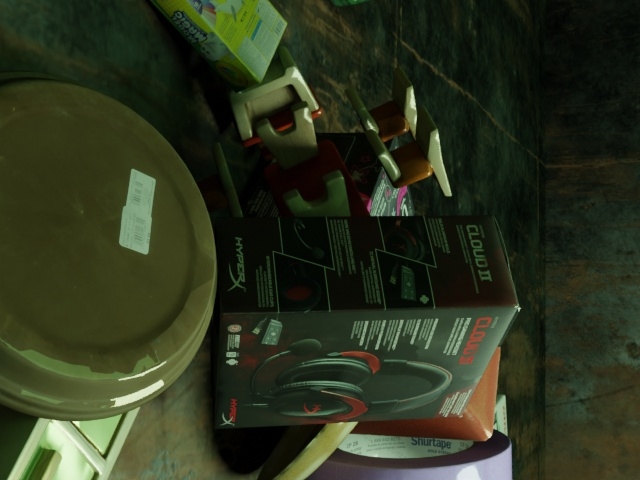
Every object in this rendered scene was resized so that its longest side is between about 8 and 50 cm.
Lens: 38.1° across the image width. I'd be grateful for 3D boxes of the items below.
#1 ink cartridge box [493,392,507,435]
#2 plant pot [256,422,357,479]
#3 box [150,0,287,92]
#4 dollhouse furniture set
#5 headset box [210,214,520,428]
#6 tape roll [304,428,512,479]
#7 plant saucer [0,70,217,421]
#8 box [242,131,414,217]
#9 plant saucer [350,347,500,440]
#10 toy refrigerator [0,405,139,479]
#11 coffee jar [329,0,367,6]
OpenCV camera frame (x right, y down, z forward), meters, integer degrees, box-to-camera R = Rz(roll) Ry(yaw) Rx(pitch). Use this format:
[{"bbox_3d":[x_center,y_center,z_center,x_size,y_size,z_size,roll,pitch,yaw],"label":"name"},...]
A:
[{"bbox_3d":[0.276,0.422,1.772,0.278,0.117,0.202,-18,105,-66],"label":"ink cartridge box"},{"bbox_3d":[0.012,0.203,1.085,0.032,0.236,0.236,40,34,0],"label":"plant pot"},{"bbox_3d":[-0.116,-0.251,0.956,0.179,0.043,0.105,48,44,-32],"label":"box"},{"bbox_3d":[-0.020,-0.080,0.985,0.259,0.262,0.135,-112,179,-45],"label":"dollhouse furniture set"},{"bbox_3d":[0.043,0.081,0.896,0.218,0.293,0.110,102,-16,-52],"label":"headset box"},{"bbox_3d":[0.109,0.301,1.202,0.275,0.274,0.090,-6,95,-66],"label":"tape roll"},{"bbox_3d":[-0.183,-0.006,0.693,0.277,0.041,0.278,23,55,-37],"label":"plant saucer"},{"bbox_3d":[0.000,0.000,1.106,0.247,0.163,0.142,-67,150,-42],"label":"box"},{"bbox_3d":[0.106,0.127,1.224,0.048,0.259,0.259,50,44,-52],"label":"plant saucer"},{"bbox_3d":[-0.204,0.126,0.721,0.102,0.094,0.270,66,33,-42],"label":"toy refrigerator"},{"bbox_3d":[0.097,-0.391,1.317,0.079,0.184,0.096,40,53,-60],"label":"coffee jar"}]
